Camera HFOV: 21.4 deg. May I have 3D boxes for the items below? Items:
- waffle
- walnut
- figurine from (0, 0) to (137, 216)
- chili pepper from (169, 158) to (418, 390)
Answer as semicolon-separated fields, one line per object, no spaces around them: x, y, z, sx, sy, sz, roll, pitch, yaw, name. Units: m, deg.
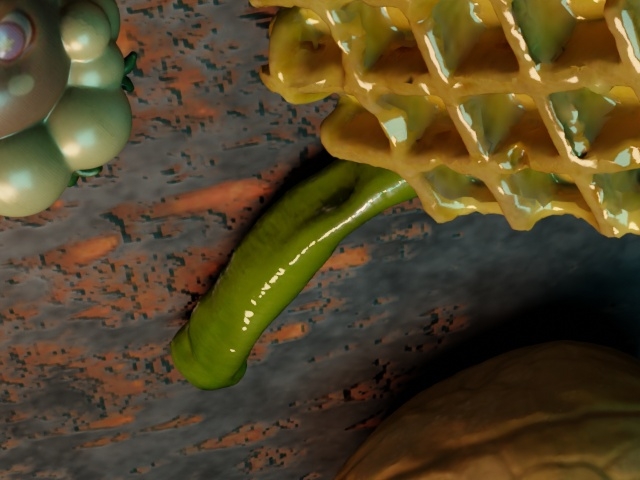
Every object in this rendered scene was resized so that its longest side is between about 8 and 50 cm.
0.060;-0.075;0.594;0.211;0.055;0.160;4;134;40;waffle
0.105;0.151;0.865;0.225;0.193;0.193;-22;142;6;walnut
-0.137;-0.084;0.551;0.147;0.093;0.197;-38;138;8;figurine
0.000;0.000;0.744;0.201;0.050;0.052;-41;176;32;chili pepper
